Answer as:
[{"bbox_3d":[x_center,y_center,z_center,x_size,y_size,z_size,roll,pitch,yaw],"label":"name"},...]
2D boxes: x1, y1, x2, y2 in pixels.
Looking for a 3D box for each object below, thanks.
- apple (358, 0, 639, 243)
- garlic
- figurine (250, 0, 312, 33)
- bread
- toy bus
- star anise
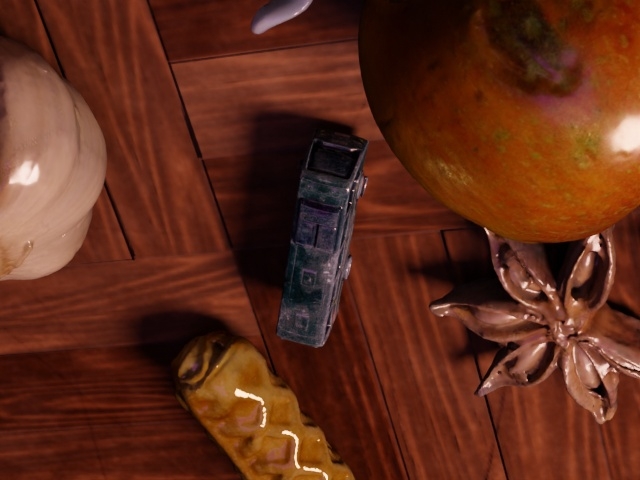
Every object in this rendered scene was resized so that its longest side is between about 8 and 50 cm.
[{"bbox_3d":[0.135,-0.113,1.106,0.207,0.237,0.237,44,125,-8],"label":"apple"},{"bbox_3d":[-0.229,-0.051,1.313,0.142,0.178,0.229,8,154,-29],"label":"garlic"},{"bbox_3d":[-0.020,-0.221,1.131,0.208,0.183,0.128,37,146,35],"label":"figurine"},{"bbox_3d":[0.000,0.216,1.475,0.077,0.084,0.367,-39,112,-9],"label":"bread"},{"bbox_3d":[0.000,0.000,1.325,0.047,0.065,0.166,14,129,6],"label":"toy bus"},{"bbox_3d":[0.170,0.052,1.324,0.171,0.063,0.208,-16,123,29],"label":"star anise"}]
